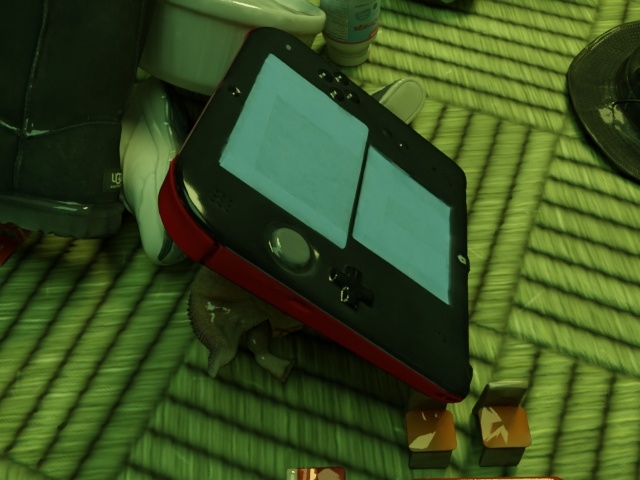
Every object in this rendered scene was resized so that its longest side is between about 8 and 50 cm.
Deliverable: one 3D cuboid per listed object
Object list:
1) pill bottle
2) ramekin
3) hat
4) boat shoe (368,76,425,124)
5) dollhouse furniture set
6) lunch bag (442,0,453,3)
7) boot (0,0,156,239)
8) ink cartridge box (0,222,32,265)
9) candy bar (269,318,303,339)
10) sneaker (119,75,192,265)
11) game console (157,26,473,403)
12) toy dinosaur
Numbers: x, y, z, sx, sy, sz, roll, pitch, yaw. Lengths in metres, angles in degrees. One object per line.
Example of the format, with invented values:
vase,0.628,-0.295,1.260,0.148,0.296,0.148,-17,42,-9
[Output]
pill bottle,0.043,-0.335,1.005,0.087,0.160,0.087,0,57,1
ramekin,-0.137,-0.284,0.938,0.273,0.127,0.273,14,25,-7
hat,0.505,-0.226,0.946,0.331,0.134,0.331,-1,57,1
boat shoe,0.057,-0.151,0.958,0.206,0.075,0.065,-41,22,-17
dollhouse furniture set,0.100,0.258,0.628,0.259,0.135,0.262,-2,57,0
lunch bag,0.202,-0.502,1.113,0.090,0.176,0.219,-18,46,38
boot,-0.369,-0.254,0.785,0.367,0.146,0.445,10,100,2
ink cartridge box,-0.398,-0.029,0.887,0.063,0.029,0.115,22,59,16
candy bar,-0.061,0.048,0.840,0.040,0.018,0.161,-16,57,-9
sneaker,-0.224,-0.084,0.895,0.129,0.111,0.297,-21,53,6
game console,0.028,-0.054,0.735,0.342,0.060,0.386,31,39,-14
toy dinosaur,-0.081,0.027,0.761,0.200,0.127,0.296,28,55,8
